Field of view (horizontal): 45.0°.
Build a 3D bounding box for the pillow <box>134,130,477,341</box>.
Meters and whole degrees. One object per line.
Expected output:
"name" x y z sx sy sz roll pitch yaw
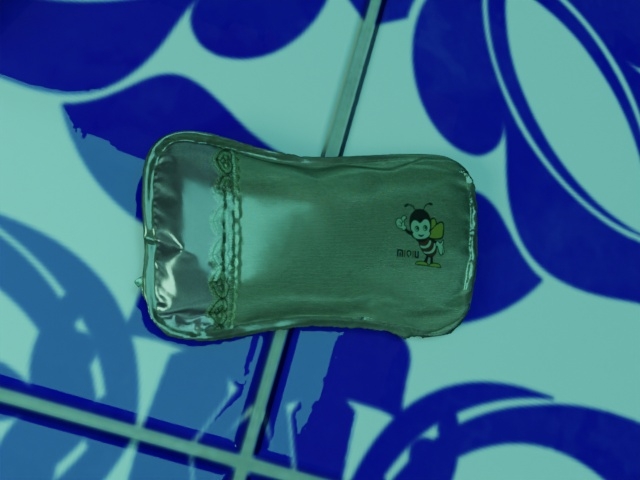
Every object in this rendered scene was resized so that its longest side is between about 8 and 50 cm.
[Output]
"pillow" 0.000 0.000 0.498 0.232 0.038 0.131 3 80 -19
